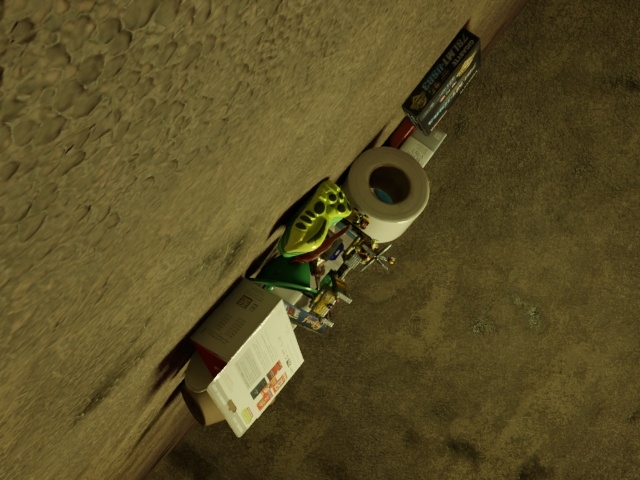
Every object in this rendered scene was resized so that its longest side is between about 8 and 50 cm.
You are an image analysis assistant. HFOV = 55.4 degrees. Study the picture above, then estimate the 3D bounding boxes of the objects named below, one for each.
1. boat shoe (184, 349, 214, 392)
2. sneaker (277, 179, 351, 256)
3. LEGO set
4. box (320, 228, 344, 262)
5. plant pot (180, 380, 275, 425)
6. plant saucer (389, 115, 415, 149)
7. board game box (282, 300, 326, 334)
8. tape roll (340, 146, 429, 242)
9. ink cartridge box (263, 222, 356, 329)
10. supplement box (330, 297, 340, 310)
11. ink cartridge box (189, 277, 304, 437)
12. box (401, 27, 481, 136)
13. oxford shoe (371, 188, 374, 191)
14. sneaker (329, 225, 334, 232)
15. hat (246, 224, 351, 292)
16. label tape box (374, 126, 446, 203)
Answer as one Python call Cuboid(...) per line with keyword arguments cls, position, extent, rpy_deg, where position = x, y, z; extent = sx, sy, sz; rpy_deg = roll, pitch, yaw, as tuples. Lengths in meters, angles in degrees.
Cuboid(cls="boat shoe", position=(-0.254, 0.284, 1.673), extent=(0.305, 0.109, 0.091), rpy_deg=(-54, 171, -11))
Cuboid(cls="sneaker", position=(-0.020, -0.056, 1.480), extent=(0.123, 0.109, 0.295), rpy_deg=(-28, -169, 36))
Cuboid(cls="LEGO set", position=(0.013, 0.066, 1.631), extent=(0.331, 0.255, 0.192), rpy_deg=(-45, -162, 10))
Cuboid(cls="box", position=(0.000, 0.000, 1.744), extent=(0.081, 0.136, 0.028), rpy_deg=(-53, 175, 15))
Cuboid(cls="plant pot", position=(-0.307, 0.463, 1.933), extent=(0.229, 0.263, 0.263), rpy_deg=(-28, 164, -31))
Cuboid(cls="plant saucer", position=(0.331, -0.425, 2.217), extent=(0.259, 0.048, 0.258), rpy_deg=(-51, 176, 6))
Cuboid(cls="board game box", position=(-0.098, 0.211, 1.793), extent=(0.042, 0.165, 0.243), rpy_deg=(-66, -160, -10))
Cuboid(cls="tape roll", position=(0.182, -0.134, 1.816), extent=(0.246, 0.246, 0.169), rpy_deg=(-49, 174, -22))
Cuboid(cls="ink cartridge box", position=(-0.028, 0.103, 2.099), extent=(0.285, 0.166, 0.395), rpy_deg=(-53, 176, 24))
Cuboid(cls="supplement box", position=(0.029, 0.216, 2.162), extent=(0.043, 0.055, 0.083), rpy_deg=(-52, 176, 33))
Cuboid(cls="ink cartridge box", position=(-0.194, 0.297, 1.511), extent=(0.272, 0.130, 0.309), rpy_deg=(-49, 148, -27))
Cuboid(cls="box", position=(0.390, -0.487, 1.926), extent=(0.295, 0.073, 0.293), rpy_deg=(-52, 166, 8))
Cuboid(cls="oxford shoe", position=(0.153, -0.119, 2.243), extent=(0.140, 0.146, 0.397), rpy_deg=(-45, 172, -35))
Cuboid(cls="sneaker", position=(-0.003, -0.035, 1.891), extent=(0.094, 0.080, 0.212), rpy_deg=(-39, -174, 43))
Cuboid(cls="hat", position=(-0.069, 0.030, 1.537), extent=(0.173, 0.208, 0.183), rpy_deg=(-4, -106, 63))
Cuboid(cls="label tape box", position=(0.285, -0.239, 2.189), extent=(0.348, 0.115, 0.249), rpy_deg=(-51, 176, -16))
